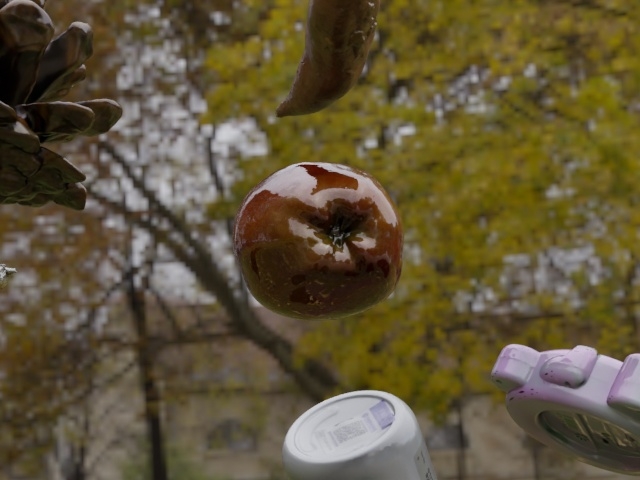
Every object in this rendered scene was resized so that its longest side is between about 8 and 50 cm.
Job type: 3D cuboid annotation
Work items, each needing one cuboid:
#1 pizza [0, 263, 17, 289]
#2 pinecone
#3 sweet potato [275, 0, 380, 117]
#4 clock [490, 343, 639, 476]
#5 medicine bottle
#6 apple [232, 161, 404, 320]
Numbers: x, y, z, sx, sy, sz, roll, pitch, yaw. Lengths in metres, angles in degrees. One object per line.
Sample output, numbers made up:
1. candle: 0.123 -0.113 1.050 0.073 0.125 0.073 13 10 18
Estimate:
1. pizza: -0.371 0.072 1.569 0.185 0.052 0.195 -15 16 -16
2. pinecone: -0.275 -0.128 1.338 0.229 0.201 0.202 20 -49 -9
3. sweet potato: 0.025 -0.275 2.089 0.106 0.095 0.354 -3 -35 -17
4. clock: 0.351 0.214 2.063 0.248 0.090 0.227 12 -28 34
5. medicine bottle: 0.054 0.265 1.584 0.135 0.215 0.135 -15 25 7
6. apple: -0.002 0.000 2.115 0.234 0.234 0.234 -4 -14 -1
